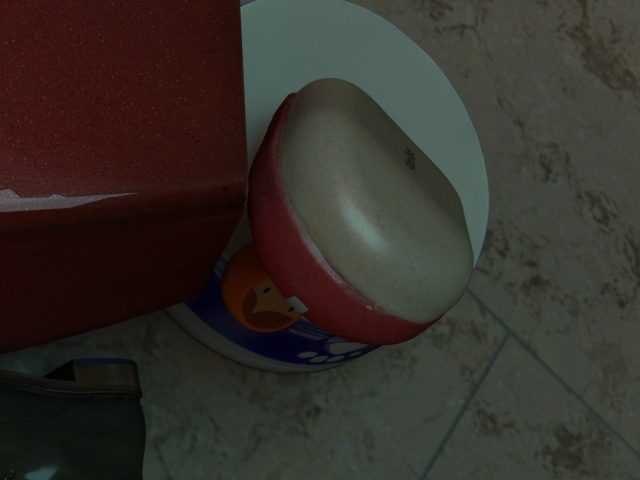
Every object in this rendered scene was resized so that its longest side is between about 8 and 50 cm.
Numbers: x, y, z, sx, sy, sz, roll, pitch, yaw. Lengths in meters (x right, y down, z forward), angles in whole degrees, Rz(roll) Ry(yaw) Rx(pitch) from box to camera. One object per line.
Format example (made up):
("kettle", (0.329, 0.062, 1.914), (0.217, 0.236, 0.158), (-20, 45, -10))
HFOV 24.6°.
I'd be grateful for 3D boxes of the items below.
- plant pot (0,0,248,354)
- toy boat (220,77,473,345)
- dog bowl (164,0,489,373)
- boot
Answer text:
("plant pot", (-0.173, -0.075, 0.848), (0.236, 0.267, 0.267), (2, 70, -13))
("toy boat", (0.000, 0.000, 0.917), (0.151, 0.151, 0.231), (46, 13, -9))
("dog bowl", (-0.010, -0.042, 1.073), (0.265, 0.104, 0.265), (12, 66, -28))
("boot", (-0.199, 0.136, 0.902), (0.219, 0.082, 0.106), (-4, 72, -35))
